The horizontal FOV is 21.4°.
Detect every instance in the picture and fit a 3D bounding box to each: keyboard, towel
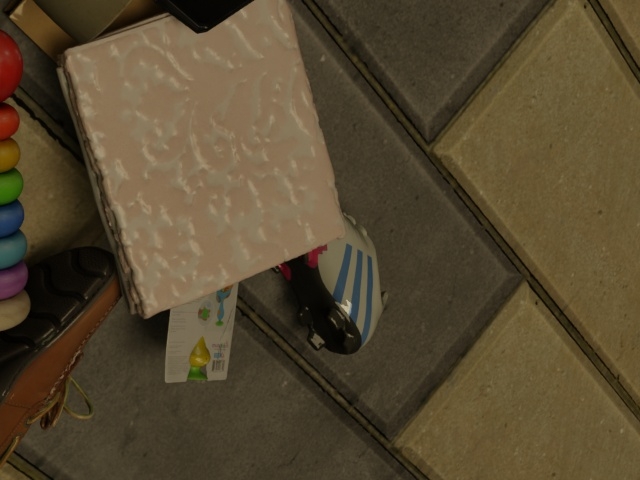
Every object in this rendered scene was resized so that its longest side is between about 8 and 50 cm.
[{"bbox_3d":[-0.119,-0.307,1.964,0.180,0.108,0.023,-40,166,-39],"label":"keyboard"},{"bbox_3d":[-0.132,-0.110,1.983,0.317,0.053,0.331,-23,106,-32],"label":"towel"}]

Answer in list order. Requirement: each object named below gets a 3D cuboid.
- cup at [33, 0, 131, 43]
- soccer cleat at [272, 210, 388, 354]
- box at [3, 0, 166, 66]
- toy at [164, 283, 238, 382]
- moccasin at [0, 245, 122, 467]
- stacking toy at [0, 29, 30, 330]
[{"bbox_3d":[-0.243,-0.399,1.694,0.237,0.331,0.331,35,88,-17],"label":"cup"},{"bbox_3d":[0.000,0.000,2.224,0.143,0.116,0.331,-53,137,-36],"label":"soccer cleat"},{"bbox_3d":[-0.245,-0.257,1.931,0.164,0.021,0.201,-51,134,-7],"label":"box"},{"bbox_3d":[-0.160,0.057,2.126,0.137,0.056,0.237,5,88,-59],"label":"toy"},{"bbox_3d":[-0.355,0.170,1.982,0.380,0.139,0.147,-56,141,-6],"label":"moccasin"},{"bbox_3d":[-0.382,-0.072,1.851,0.141,0.141,0.330,-7,110,-37],"label":"stacking toy"}]
